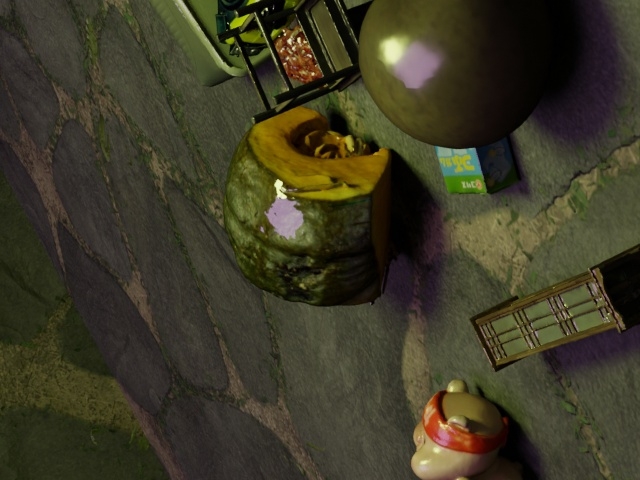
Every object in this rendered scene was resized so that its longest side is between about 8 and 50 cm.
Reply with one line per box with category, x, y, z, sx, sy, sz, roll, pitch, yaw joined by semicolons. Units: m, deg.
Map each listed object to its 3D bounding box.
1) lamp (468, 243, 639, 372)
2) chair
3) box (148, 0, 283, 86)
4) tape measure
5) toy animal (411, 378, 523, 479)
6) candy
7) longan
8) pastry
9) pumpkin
lamp;0.315;0.094;1.709;0.090;0.089;0.325;65;155;5
chair;0.011;-0.281;1.803;0.154;0.260;0.141;66;161;0
box;-0.198;-0.390;2.204;0.274;0.138;0.178;57;159;-7
tape measure;-0.088;-0.399;2.022;0.186;0.112;0.199;-35;61;56
toy animal;0.220;0.322;2.004;0.171;0.171;0.197;1;118;62
candy;0.192;-0.159;1.768;0.097;0.062;0.194;4;114;60
longan;0.163;-0.232;1.581;0.248;0.248;0.248;43;146;40
pastry;0.009;-0.284;1.972;0.115;0.097;0.208;61;159;-16
pumpkin;-0.017;-0.052;2.041;0.303;0.256;0.225;27;133;32
